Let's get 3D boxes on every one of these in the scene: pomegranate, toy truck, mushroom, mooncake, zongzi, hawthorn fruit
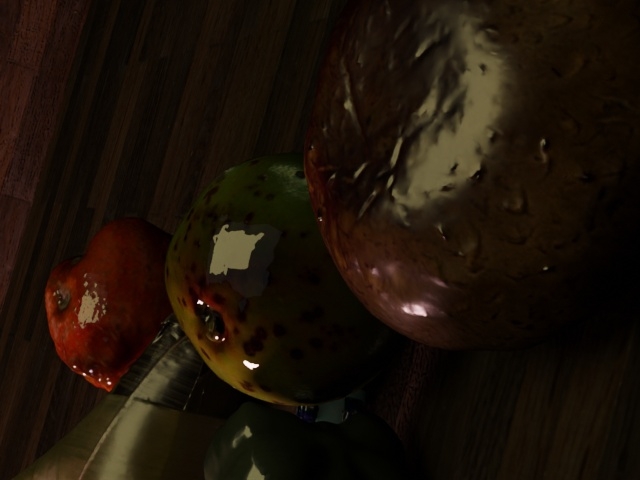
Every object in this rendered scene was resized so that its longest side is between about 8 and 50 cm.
[{"bbox_3d":[0.007,0.005,1.294,0.286,0.231,0.231,-45,17,-16],"label":"pomegranate"},{"bbox_3d":[0.005,0.170,1.375,0.074,0.063,0.136,101,178,-67],"label":"toy truck"},{"bbox_3d":[0.126,-0.089,1.087,0.345,0.239,0.345,25,120,53],"label":"mushroom"},{"bbox_3d":[-0.006,0.196,1.236,0.168,0.175,0.104,38,122,20],"label":"mooncake"},{"bbox_3d":[-0.223,0.196,1.659,0.318,0.154,0.289,15,84,40],"label":"zongzi"},{"bbox_3d":[-0.222,0.107,1.780,0.207,0.208,0.243,-55,34,37],"label":"hawthorn fruit"}]
